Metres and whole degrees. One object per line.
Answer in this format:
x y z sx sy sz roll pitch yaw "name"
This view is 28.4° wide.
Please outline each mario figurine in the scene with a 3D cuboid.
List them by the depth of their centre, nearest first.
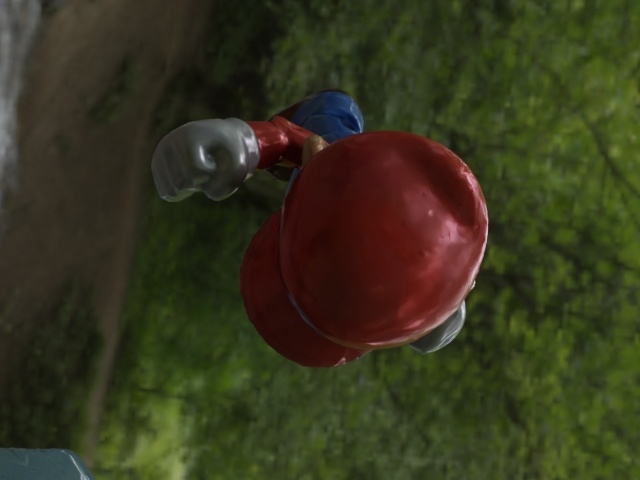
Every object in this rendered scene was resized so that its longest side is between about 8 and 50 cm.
0.000 0.000 0.786 0.320 0.198 0.170 -87 180 -76 "mario figurine"

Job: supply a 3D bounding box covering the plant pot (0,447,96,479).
-0.206 0.296 0.755 0.247 0.252 0.248 -54 154 6 "plant pot"
